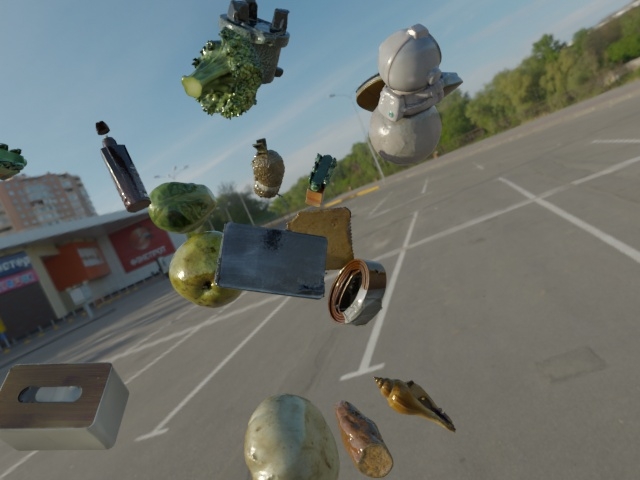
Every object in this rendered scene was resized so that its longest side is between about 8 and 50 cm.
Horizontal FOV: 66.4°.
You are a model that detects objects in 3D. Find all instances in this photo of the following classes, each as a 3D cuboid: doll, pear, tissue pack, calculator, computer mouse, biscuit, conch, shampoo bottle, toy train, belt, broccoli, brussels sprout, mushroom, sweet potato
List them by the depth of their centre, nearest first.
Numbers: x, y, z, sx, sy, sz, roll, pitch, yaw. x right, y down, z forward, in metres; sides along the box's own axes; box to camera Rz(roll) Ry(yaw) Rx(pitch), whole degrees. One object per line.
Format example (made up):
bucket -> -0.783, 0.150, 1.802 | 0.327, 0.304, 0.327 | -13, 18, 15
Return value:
mushroom -> -0.046, 0.309, 0.709 | 0.127, 0.166, 0.166 | -31, 3, 9
doll -> 0.157, -0.262, 0.897 | 0.151, 0.151, 0.287 | -25, -30, -6
toy train -> 0.002, -0.119, 0.931 | 0.044, 0.064, 0.103 | 15, 49, 7
tissue pack -> -0.603, 0.390, 1.142 | 0.246, 0.136, 0.159 | -2, 46, 1
calculator -> -0.109, 0.049, 1.159 | 0.262, 0.161, 0.021 | 10, -14, -13
shampoo bottle -> -0.500, -0.185, 1.219 | 0.067, 0.236, 0.068 | -22, -12, -38
sweet potato -> 0.096, 0.483, 1.227 | 0.097, 0.097, 0.252 | -25, 29, -12
computer mouse -> 0.233, -0.378, 1.252 | 0.310, 0.071, 0.158 | -11, -7, -36
toy train -> -0.970, -0.238, 1.450 | 0.118, 0.074, 0.176 | -20, -10, 15
broccoli -> -0.296, -0.509, 1.533 | 0.235, 0.288, 0.260 | 10, 43, -7
doll -> -0.171, -0.237, 1.588 | 0.115, 0.221, 0.105 | 13, 39, 18
conch -> 0.301, 0.535, 1.591 | 0.093, 0.330, 0.109 | -45, 12, 28
belt -> 0.133, 0.189, 1.744 | 0.105, 0.261, 0.184 | 11, 23, -39
biscuit -> 0.000, 0.000, 1.775 | 0.237, 0.232, 0.013 | -5, 11, 1
pear -> -0.414, 0.114, 1.859 | 0.304, 0.304, 0.304 | -24, 4, 2
brussels sprout -> -0.565, -0.140, 2.018 | 0.271, 0.219, 0.210 | -21, -1, -12

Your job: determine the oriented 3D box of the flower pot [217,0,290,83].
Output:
flower pot -> -0.257, -0.782, 1.918 | 0.299, 0.299, 0.282 | -30, -36, -53
